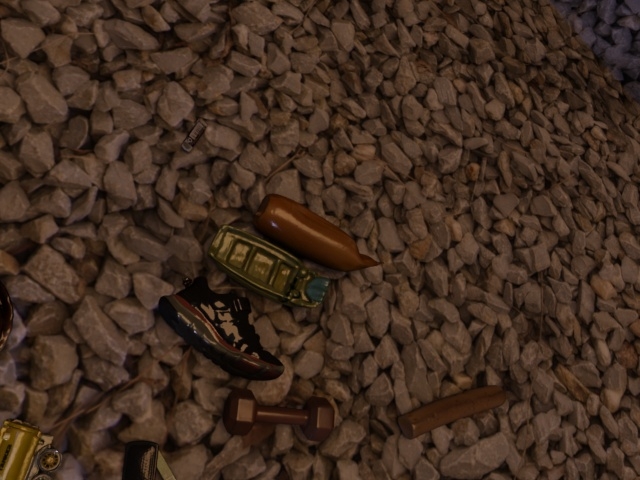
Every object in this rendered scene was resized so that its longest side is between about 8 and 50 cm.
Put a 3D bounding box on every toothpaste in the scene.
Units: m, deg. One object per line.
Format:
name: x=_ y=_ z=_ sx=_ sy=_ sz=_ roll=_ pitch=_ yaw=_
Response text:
toothpaste: x=-0.305 y=0.430 z=1.078 sx=0.020 sy=0.017 sz=0.083 roll=-30 pitch=87 yaw=-27

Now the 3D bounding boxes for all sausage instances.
sausage: x=-0.001 y=0.001 z=1.308 sx=0.328 sy=0.112 sz=0.112 roll=28 pitch=64 yaw=-14
sausage: x=0.324 y=0.404 z=1.349 sx=0.301 sy=0.066 sz=0.066 roll=-9 pitch=77 yaw=-28

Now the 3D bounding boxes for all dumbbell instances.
dumbbell: x=-0.083 y=0.362 z=1.164 sx=0.230 sy=0.092 sz=0.082 roll=12 pitch=97 yaw=-20

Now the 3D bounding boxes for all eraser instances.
eraser: x=-0.293 y=-0.246 z=1.310 sx=0.027 sy=0.019 sz=0.099 roll=39 pitch=61 yaw=-25

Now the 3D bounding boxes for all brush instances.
brush: x=-0.340 y=0.473 z=1.041 sx=0.062 sy=0.016 sz=0.194 roll=2 pitch=77 yaw=0

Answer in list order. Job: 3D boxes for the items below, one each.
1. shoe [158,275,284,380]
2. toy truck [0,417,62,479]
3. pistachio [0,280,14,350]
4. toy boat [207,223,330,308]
shoe: x=-0.191 y=0.180 z=1.167 sx=0.291 sy=0.114 sz=0.137 roll=39 pitch=56 yaw=-4
toy truck: x=-0.517 y=0.421 z=0.936 sx=0.114 sy=0.098 sz=0.227 roll=22 pitch=65 yaw=-23
pistachio: x=-0.626 y=0.125 z=0.973 sx=0.165 sy=0.130 sz=0.210 roll=-19 pitch=66 yaw=-20
toy boat: x=-0.118 y=0.066 z=1.253 sx=0.276 sy=0.084 sz=0.111 roll=27 pitch=66 yaw=-11
